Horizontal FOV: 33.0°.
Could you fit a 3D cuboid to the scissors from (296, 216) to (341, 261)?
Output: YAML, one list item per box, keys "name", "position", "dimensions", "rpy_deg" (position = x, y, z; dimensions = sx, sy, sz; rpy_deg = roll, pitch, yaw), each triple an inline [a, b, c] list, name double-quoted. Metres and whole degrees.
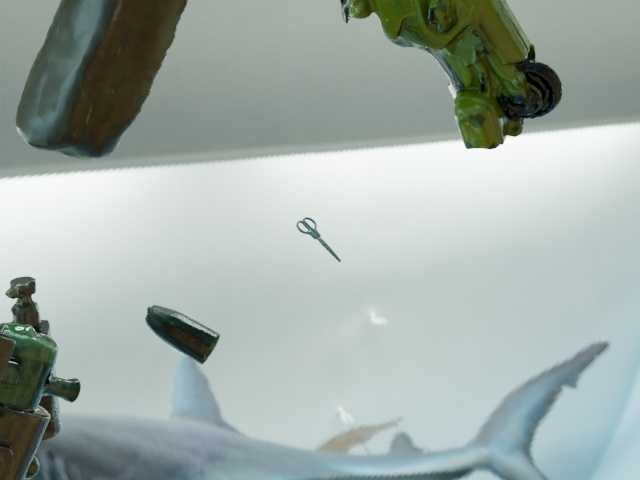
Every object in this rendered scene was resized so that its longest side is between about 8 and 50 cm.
- name: "scissors"
  position: [0.000, 0.000, 1.509]
  dimensions: [0.036, 0.083, 0.006]
  rpy_deg: [-29, -19, -48]

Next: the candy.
- name: "candy"
  position: [-0.233, -0.199, 1.156]
  dimensions: [0.104, 0.102, 0.234]
  rpy_deg: [8, -71, -54]

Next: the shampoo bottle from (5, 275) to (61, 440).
- name: "shampoo bottle"
  position: [-0.361, 0.146, 1.342]
  dimensions: [0.057, 0.063, 0.208]
  rpy_deg: [-5, -72, -8]

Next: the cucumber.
- name: "cucumber"
  position: [-0.185, 0.120, 1.416]
  dimensions: [0.105, 0.048, 0.048]
  rpy_deg: [30, -73, -7]

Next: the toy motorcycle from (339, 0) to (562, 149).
- name: "toy motorcycle"
  position: [0.147, -0.256, 1.302]
  dimensions: [0.342, 0.206, 0.142]
  rpy_deg: [52, -126, -30]

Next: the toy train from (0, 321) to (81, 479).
- name: "toy train"
  position: [-0.337, 0.186, 0.936]
  dimensions: [0.221, 0.150, 0.304]
  rpy_deg: [24, -93, -41]
